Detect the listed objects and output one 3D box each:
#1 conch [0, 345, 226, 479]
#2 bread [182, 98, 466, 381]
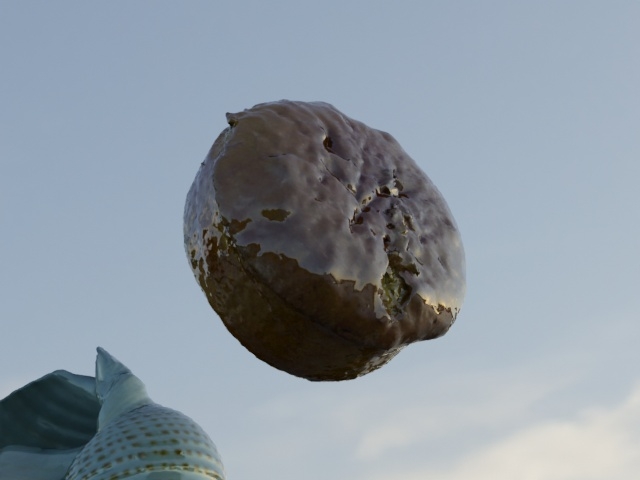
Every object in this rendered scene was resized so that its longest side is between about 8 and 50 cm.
[{"bbox_3d":[-0.257,0.285,2.071,0.303,0.215,0.319,-11,25,-5],"label":"conch"},{"bbox_3d":[0.004,0.004,1.860,0.312,0.312,0.172,10,-42,-37],"label":"bread"}]
